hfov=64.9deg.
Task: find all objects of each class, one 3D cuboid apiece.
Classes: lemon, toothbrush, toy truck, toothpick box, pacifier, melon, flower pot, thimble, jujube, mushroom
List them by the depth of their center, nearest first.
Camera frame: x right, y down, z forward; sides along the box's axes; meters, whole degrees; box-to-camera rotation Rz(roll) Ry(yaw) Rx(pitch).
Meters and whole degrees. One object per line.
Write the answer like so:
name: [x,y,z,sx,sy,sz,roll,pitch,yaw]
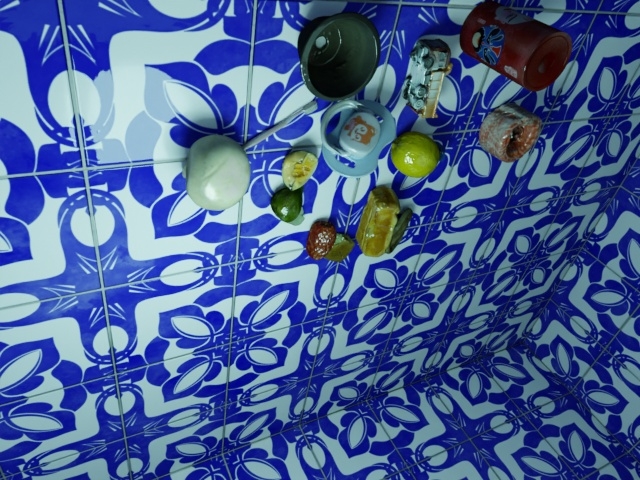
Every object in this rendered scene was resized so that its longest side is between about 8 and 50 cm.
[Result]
flower pot: [0.034,-0.579,1.534,0.269,0.166,0.268,-17,135,-17]
mushroom: [-0.344,-0.213,1.605,0.246,0.203,0.245,5,90,-66]
toothbrush: [-0.139,-0.383,1.702,0.307,0.025,0.029,-33,147,-5]
toothpick box: [0.666,-0.678,1.743,0.204,0.333,0.204,-19,136,-20]
toy truck: [0.385,-0.579,1.811,0.135,0.114,0.270,-13,134,-20]
pacifier: [0.124,-0.357,1.812,0.299,0.244,0.233,-58,172,-9]
melon: [-0.076,-0.267,1.823,0.128,0.079,0.160,-13,136,-50]
lemon: [0.371,-0.339,1.977,0.180,0.193,0.180,-44,-177,3]
jujube: [0.000,0.000,2.092,0.109,0.112,0.176,-31,148,-48]
thimble: [0.820,-0.466,2.176,0.239,0.162,0.239,-19,137,-19]

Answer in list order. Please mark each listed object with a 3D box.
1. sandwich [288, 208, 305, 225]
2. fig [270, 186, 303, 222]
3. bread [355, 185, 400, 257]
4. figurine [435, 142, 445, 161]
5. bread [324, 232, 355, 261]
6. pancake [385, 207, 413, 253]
sandwich: [-0.100,-0.103,1.980,0.093,0.035,0.105,-49,138,13]
fig: [-0.109,-0.147,1.875,0.156,0.123,0.123,-41,141,-17]
bread: [0.245,-0.079,2.146,0.132,0.166,0.294,7,128,-10]
figurine: [0.449,-0.351,2.095,0.149,0.086,0.087,-22,177,-1]
bread: [0.074,0.028,2.197,0.140,0.069,0.127,14,118,-43]
pancake: [0.357,-0.039,2.287,0.236,0.042,0.222,-62,163,15]
